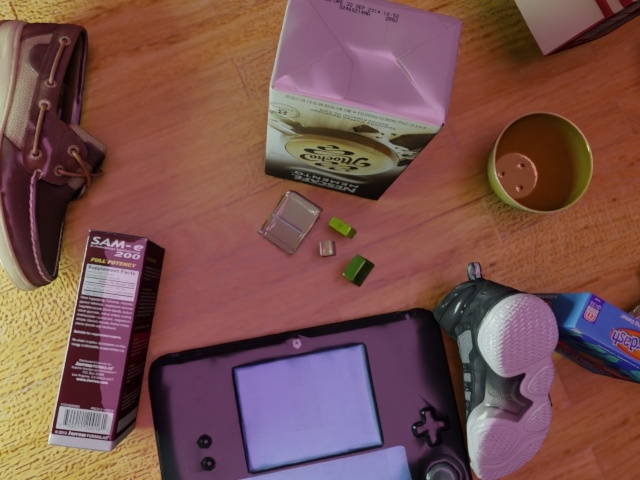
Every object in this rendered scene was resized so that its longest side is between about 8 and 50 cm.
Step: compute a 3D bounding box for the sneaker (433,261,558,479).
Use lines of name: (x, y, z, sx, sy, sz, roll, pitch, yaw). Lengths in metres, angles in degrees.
sneaker: (0.210, 0.159, 0.770, 0.101, 0.153, 0.268, -7, 116, -13)

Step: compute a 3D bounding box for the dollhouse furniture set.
dollhouse furniture set: (0.000, 0.000, 0.829, 0.152, 0.058, 0.076, 33, 89, 17)

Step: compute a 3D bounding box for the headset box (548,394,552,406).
headset box: (0.262, 0.202, 0.831, 0.083, 0.032, 0.062, -13, 85, -6)

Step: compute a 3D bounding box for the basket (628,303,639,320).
basket: (0.500, 0.106, 0.793, 0.167, 0.103, 0.113, -36, 97, 4)

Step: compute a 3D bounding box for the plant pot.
plant pot: (0.280, -0.096, 0.830, 0.134, 0.095, 0.134, 1, 85, -7)

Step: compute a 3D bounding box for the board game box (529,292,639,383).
board game box: (0.336, 0.121, 0.757, 0.160, 0.210, 0.047, 29, 83, -2)

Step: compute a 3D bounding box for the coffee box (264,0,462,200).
coffee box: (0.029, -0.149, 0.708, 0.168, 0.297, 0.118, 12, 80, -4)

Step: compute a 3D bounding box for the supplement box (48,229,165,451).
supplement box: (-0.250, 0.115, 0.738, 0.073, 0.130, 0.239, 9, 83, -5)

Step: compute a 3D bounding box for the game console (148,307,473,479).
game console: (-0.004, 0.284, 0.783, 0.387, 0.060, 0.342, -9, 86, -7)

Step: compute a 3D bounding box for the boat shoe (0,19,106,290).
boat shoe: (-0.330, -0.111, 0.760, 0.123, 0.123, 0.342, -3, 79, -5)

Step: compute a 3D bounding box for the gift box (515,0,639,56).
gift box: (0.335, -0.401, 0.772, 0.255, 0.276, 0.258, -27, 90, -47)
